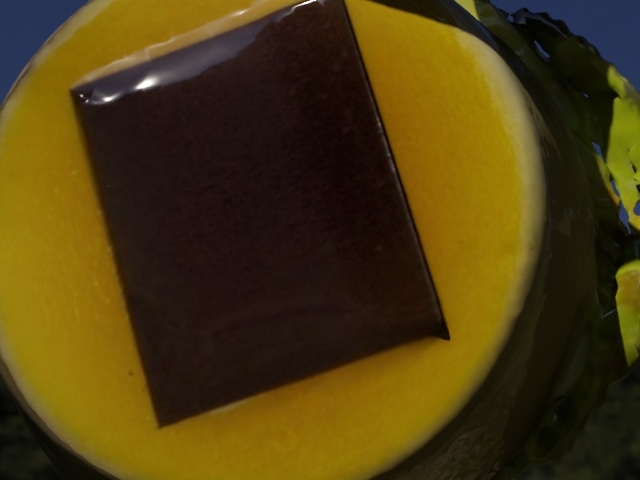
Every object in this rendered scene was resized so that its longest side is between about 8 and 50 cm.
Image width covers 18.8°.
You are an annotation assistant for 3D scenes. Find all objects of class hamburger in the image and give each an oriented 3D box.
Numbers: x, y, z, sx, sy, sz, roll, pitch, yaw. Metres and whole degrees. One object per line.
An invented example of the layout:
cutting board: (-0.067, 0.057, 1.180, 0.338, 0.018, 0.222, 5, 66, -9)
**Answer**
hamburger: (0.000, 0.000, 0.392, 0.141, 0.126, 0.081, -35, -17, 2)
